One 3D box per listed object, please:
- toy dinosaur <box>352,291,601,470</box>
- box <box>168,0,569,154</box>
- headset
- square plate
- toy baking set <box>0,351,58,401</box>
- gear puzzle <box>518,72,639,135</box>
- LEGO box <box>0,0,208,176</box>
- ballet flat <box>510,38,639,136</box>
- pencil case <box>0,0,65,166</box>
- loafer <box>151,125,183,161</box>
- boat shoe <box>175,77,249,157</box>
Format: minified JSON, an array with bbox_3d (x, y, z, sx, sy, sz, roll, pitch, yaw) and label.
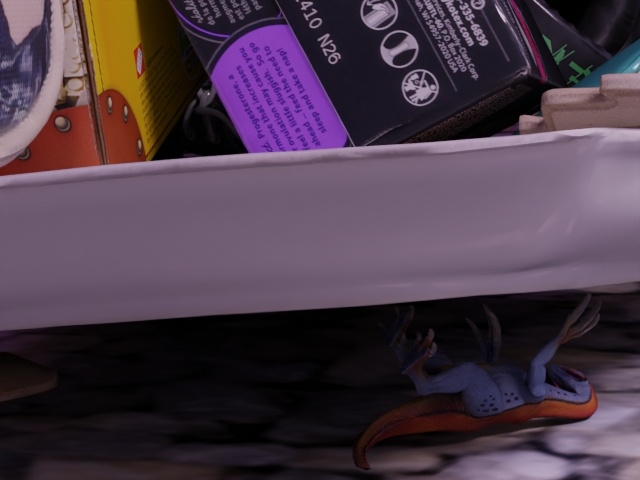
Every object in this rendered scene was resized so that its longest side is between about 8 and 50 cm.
[{"bbox_3d":[0.057,0.051,0.640,0.082,0.090,0.047,34,-6,-25],"label":"toy dinosaur"},{"bbox_3d":[0.030,-0.121,1.013,0.143,0.165,0.270,-28,-2,11],"label":"box"},{"bbox_3d":[0.116,-0.180,1.333,0.243,0.185,0.394,30,24,-30],"label":"headset"},{"bbox_3d":[0.000,0.000,0.696,0.344,0.049,0.347,-4,-1,28],"label":"square plate"},{"bbox_3d":[-0.228,0.058,0.690,0.256,0.030,0.197,-4,13,-11],"label":"toy baking set"},{"bbox_3d":[0.178,-0.022,0.851,0.339,0.044,0.175,0,-20,14],"label":"gear puzzle"},{"bbox_3d":[-0.243,-0.186,1.095,0.372,0.193,0.500,-2,23,11],"label":"LEGO box"},{"bbox_3d":[0.210,-0.079,0.938,0.342,0.124,0.116,-44,-2,37],"label":"ballet flat"},{"bbox_3d":[-0.295,-0.072,0.679,0.410,0.183,0.160,-8,-30,19],"label":"pencil case"},{"bbox_3d":[-0.120,-0.054,1.120,0.078,0.076,0.223,-14,9,-12],"label":"loafer"},{"bbox_3d":[-0.052,-0.110,1.313,0.319,0.116,0.099,4,8,6],"label":"boat shoe"}]
